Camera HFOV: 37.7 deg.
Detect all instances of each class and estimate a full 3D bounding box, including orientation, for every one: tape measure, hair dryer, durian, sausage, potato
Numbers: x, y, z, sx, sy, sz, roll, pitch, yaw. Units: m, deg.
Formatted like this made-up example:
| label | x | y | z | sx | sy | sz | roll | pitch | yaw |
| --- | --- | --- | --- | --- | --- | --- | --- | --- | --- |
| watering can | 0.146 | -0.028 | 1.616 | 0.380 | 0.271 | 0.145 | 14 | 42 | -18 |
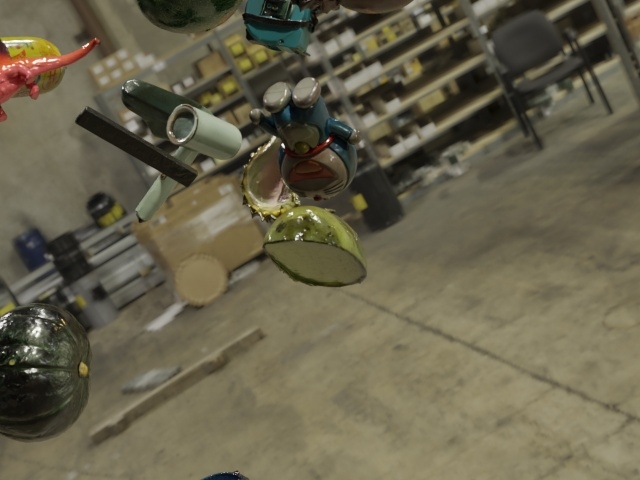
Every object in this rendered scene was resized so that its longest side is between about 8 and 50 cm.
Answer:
| label | x | y | z | sx | sy | sz | roll | pitch | yaw |
| --- | --- | --- | --- | --- | --- | --- | --- | --- | --- |
| tape measure | -0.070 | -0.411 | 1.712 | 0.146 | 0.125 | 0.081 | 14 | 1 | 17 |
| hair dryer | -0.249 | -0.121 | 1.670 | 0.236 | 0.073 | 0.131 | -54 | -35 | 12 |
| durian | -0.083 | -0.137 | 1.856 | 0.140 | 0.224 | 0.078 | -2 | -15 | 30 |
| sausage | -0.669 | -0.343 | 1.878 | 0.347 | 0.123 | 0.123 | -13 | 2 | -36 |
| potato | 0.000 | 0.000 | 1.698 | 0.160 | 0.111 | 0.272 | -4 | -22 | 17 |

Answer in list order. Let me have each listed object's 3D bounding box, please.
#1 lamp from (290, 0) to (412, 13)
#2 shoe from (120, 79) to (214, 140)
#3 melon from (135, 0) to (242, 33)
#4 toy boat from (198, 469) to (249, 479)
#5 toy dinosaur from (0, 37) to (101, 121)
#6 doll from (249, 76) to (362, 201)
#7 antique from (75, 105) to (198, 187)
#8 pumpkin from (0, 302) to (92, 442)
| label | x | y | z | sx | sy | sz | roll | pitch | yaw |
| --- | --- | --- | --- | --- | --- | --- | --- | --- | --- |
| lamp | 0.063 | -0.375 | 1.291 | 0.223 | 0.151 | 0.215 | -43 | 2 | 8 |
| shoe | -0.287 | -0.228 | 1.750 | 0.078 | 0.195 | 0.079 | -55 | 10 | 44 |
| melon | -0.237 | -0.467 | 1.691 | 0.182 | 0.182 | 0.287 | -21 | 10 | 30 |
| toy boat | -0.134 | 0.327 | 1.242 | 0.083 | 0.038 | 0.038 | -12 | 10 | -14 |
| toy dinosaur | -0.510 | -0.289 | 1.516 | 0.286 | 0.139 | 0.070 | -37 | -11 | -13 |
| doll | -0.010 | -0.103 | 1.012 | 0.114 | 0.152 | 0.086 | -3 | 46 | 18 |
| antique | -0.268 | -0.137 | 1.375 | 0.031 | 0.192 | 0.015 | -46 | 26 | 30 |
| pumpkin | -0.446 | 0.206 | 1.468 | 0.161 | 0.221 | 0.220 | -2 | 16 | 0 |
